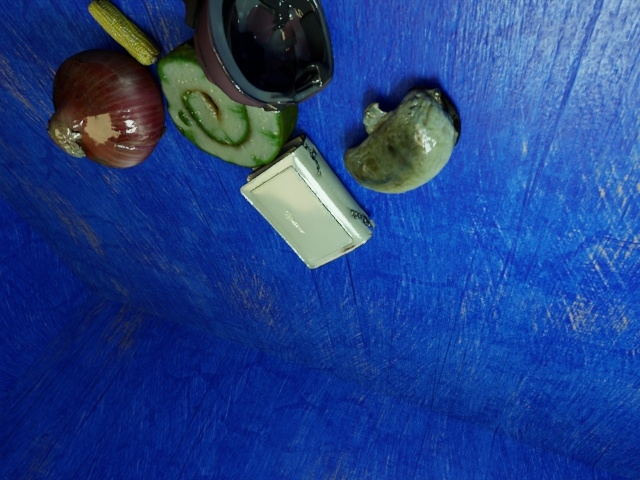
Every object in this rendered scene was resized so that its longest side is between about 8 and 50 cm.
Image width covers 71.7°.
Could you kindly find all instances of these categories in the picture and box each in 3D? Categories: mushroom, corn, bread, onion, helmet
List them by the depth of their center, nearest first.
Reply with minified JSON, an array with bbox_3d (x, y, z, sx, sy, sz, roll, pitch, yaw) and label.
[{"bbox_3d":[-0.136,-0.401,0.917,0.197,0.338,0.270,4,118,45],"label":"helmet"},{"bbox_3d":[0.183,-0.223,1.088,0.247,0.129,0.344,39,144,-23],"label":"mushroom"},{"bbox_3d":[-0.242,-0.363,1.179,0.382,0.129,0.366,-5,134,38],"label":"bread"},{"bbox_3d":[-0.525,-0.560,1.193,0.203,0.072,0.072,42,143,-18],"label":"corn"},{"bbox_3d":[-0.617,-0.382,1.302,0.354,0.353,0.353,18,145,14],"label":"onion"}]

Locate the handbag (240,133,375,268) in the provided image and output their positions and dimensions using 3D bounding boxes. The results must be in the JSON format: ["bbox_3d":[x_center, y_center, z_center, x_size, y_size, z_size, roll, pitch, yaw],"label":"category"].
[{"bbox_3d":[-0.030,-0.114,1.334,0.237,0.160,0.358,-25,119,31],"label":"handbag"}]

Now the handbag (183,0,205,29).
[{"bbox_3d":[-0.296,-0.606,0.945,0.285,0.113,0.257,40,151,-17],"label":"handbag"}]
